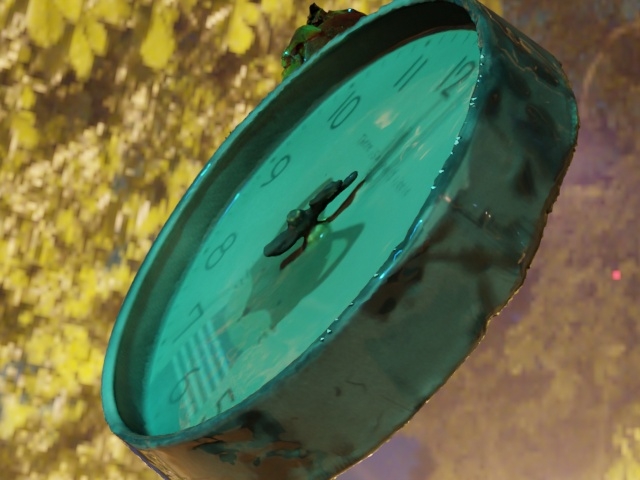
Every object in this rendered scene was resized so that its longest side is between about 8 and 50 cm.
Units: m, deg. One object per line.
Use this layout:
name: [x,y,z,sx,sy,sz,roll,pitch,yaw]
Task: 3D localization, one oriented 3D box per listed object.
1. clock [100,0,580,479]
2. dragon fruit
clock: [0.000,0.000,0.871,0.067,0.325,0.325,38,-44,-23]
dragon fruit: [0.028,-0.178,1.589,0.138,0.142,0.175,-17,9,-26]
